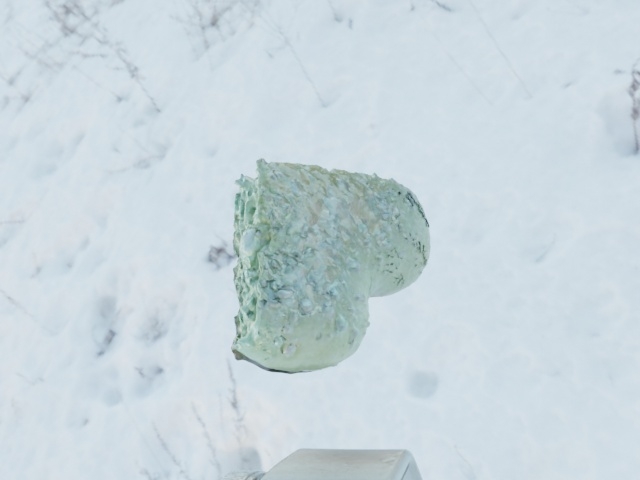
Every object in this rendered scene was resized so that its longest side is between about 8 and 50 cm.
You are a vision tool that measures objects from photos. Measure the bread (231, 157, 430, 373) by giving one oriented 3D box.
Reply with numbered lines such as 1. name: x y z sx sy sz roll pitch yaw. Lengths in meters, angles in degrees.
1. bread: 0.000 0.000 0.665 0.232 0.172 0.064 -39 -4 -37

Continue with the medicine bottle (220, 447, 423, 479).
1. medicine bottle: -0.007 0.264 0.756 0.188 0.088 0.132 -8 22 31
